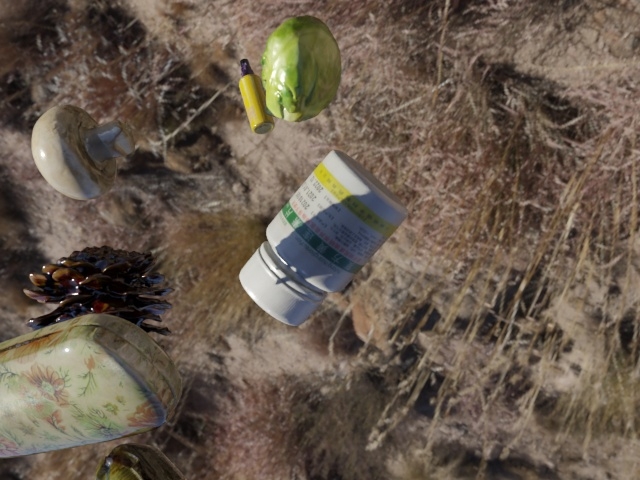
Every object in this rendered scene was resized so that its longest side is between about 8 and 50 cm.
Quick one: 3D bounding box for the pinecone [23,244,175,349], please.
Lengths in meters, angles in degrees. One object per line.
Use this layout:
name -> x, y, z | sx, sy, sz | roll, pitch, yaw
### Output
pinecone -> -0.361, 0.152, 1.096 | 0.247, 0.292, 0.246 | -12, 162, -4

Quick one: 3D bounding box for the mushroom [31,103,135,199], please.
mushroom -> -0.477, -0.190, 1.332 | 0.204, 0.204, 0.204 | 27, 152, 16

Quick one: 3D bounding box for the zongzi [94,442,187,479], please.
zongzi -> -0.365, 0.656, 1.247 | 0.403, 0.432, 0.208 | 31, 175, 32

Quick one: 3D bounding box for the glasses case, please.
glasses case -> -0.350, 0.193, 0.817 | 0.426, 0.098, 0.156 | -19, 119, 32

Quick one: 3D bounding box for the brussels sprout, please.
brussels sprout -> -0.042, -0.357, 1.349 | 0.161, 0.223, 0.223 | 8, 147, 8

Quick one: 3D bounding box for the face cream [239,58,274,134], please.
face cream -> -0.223, -0.487, 2.162 | 0.078, 0.078, 0.273 | 119, 137, -63

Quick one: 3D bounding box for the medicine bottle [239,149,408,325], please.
medicine bottle -> 0.000, 0.000, 1.360 | 0.208, 0.339, 0.208 | 39, -168, -9
